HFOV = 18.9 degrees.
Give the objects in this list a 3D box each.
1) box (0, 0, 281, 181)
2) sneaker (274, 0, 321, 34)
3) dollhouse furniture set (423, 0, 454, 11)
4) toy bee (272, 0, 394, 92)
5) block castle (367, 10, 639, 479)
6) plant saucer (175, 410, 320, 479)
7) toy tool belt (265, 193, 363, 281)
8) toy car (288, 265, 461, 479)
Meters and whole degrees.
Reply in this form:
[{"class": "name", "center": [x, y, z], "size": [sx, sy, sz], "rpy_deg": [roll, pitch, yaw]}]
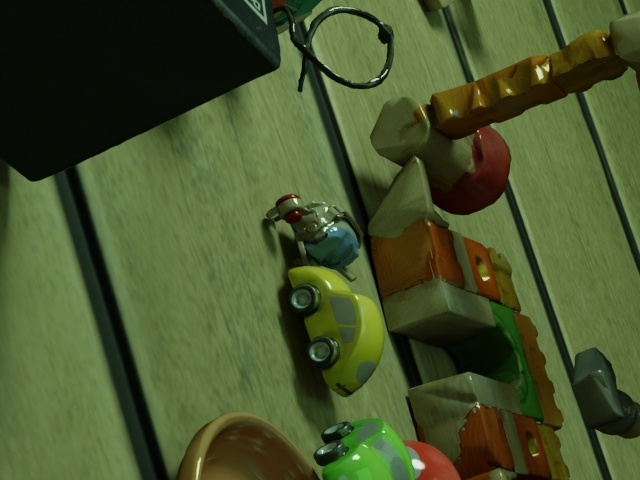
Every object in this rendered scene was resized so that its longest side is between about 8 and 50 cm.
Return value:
[{"class": "box", "center": [-0.180, -0.242, 1.026], "size": [0.296, 0.183, 0.294], "rpy_deg": [42, 32, -45]}, {"class": "sneaker", "center": [-0.075, -0.283, 1.413], "size": [0.275, 0.110, 0.107], "rpy_deg": [64, 22, -7]}, {"class": "dollhouse furniture set", "center": [0.119, -0.302, 2.001], "size": [0.151, 0.123, 0.144], "rpy_deg": [-37, 106, -32]}, {"class": "toy bee", "center": [-0.081, -0.201, 1.296], "size": [0.195, 0.162, 0.298], "rpy_deg": [7, 61, -25]}, {"class": "block castle", "center": [0.237, 0.065, 1.552], "size": [0.213, 0.303, 0.453], "rpy_deg": [23, 50, -62]}, {"class": "plant saucer", "center": [-0.034, 0.201, 1.144], "size": [0.200, 0.037, 0.200], "rpy_deg": [50, 27, -37]}, {"class": "toy tool belt", "center": [0.000, 0.000, 1.398], "size": [0.083, 0.052, 0.051], "rpy_deg": [29, 35, -57]}, {"class": "toy car", "center": [0.041, 0.136, 1.307], "size": [0.239, 0.053, 0.225], "rpy_deg": [64, 11, -10]}]
